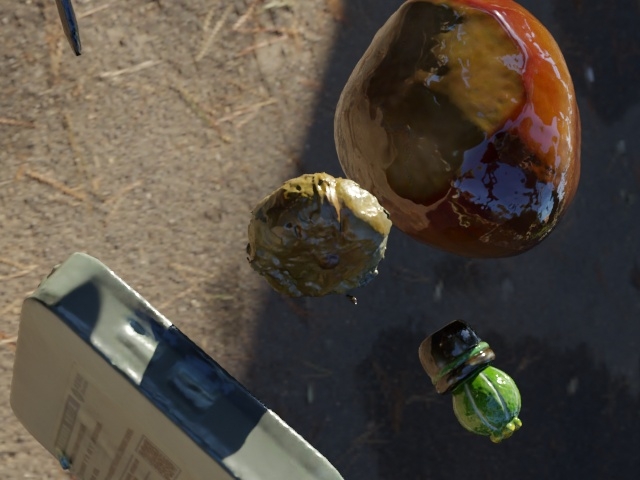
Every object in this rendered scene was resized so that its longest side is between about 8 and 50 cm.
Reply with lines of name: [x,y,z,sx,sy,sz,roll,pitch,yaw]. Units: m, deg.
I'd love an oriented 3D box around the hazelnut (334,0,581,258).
hazelnut: [0.193,-0.153,1.486,0.366,0.366,0.366,10,76,-47]

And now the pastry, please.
pastry: [-0.002,-0.004,1.149,0.153,0.153,0.081,48,33,-33]

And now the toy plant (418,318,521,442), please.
toy plant: [0.201,0.188,1.459,0.093,0.093,0.162,-14,66,-49]

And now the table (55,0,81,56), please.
table: [-0.184,-0.374,1.098,0.317,0.317,0.249,-66,147,-31]

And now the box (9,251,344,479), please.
box: [-0.180,0.231,1.258,0.396,0.396,0.111,41,57,5]
